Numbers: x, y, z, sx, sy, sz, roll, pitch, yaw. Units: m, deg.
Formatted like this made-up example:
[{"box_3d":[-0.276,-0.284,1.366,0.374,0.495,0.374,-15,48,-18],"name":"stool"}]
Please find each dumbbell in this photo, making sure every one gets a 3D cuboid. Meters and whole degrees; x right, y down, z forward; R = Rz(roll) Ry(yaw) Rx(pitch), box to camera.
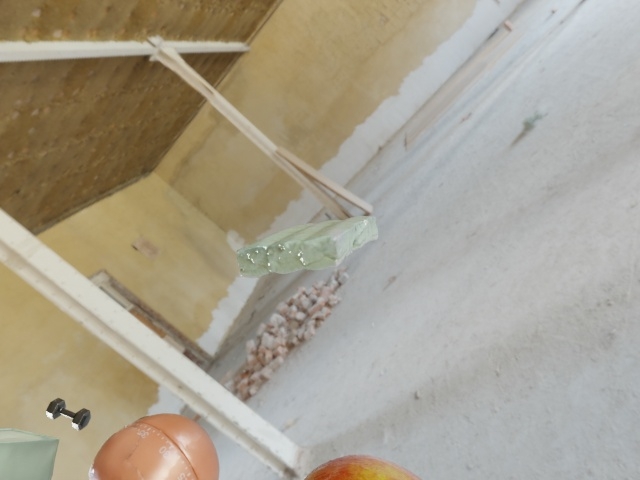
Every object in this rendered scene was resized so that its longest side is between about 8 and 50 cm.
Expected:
[{"box_3d":[-0.497,0.342,0.984,0.036,0.083,0.040,-61,-14,-51],"name":"dumbbell"}]

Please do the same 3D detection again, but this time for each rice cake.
[{"box_3d":[0.000,0.000,0.616,0.127,0.043,0.237,-7,6,16],"name":"rice cake"}]

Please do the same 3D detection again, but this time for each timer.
[{"box_3d":[-0.317,0.456,0.957,0.229,0.230,0.214,-42,-15,33],"name":"timer"}]

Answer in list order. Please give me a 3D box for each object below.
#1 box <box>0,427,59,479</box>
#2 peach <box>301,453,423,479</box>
[{"box_3d":[-0.547,0.343,0.761,0.129,0.225,0.086,-2,74,26],"name":"box"},{"box_3d":[0.059,0.502,0.722,0.370,0.370,0.370,-47,9,9],"name":"peach"}]
